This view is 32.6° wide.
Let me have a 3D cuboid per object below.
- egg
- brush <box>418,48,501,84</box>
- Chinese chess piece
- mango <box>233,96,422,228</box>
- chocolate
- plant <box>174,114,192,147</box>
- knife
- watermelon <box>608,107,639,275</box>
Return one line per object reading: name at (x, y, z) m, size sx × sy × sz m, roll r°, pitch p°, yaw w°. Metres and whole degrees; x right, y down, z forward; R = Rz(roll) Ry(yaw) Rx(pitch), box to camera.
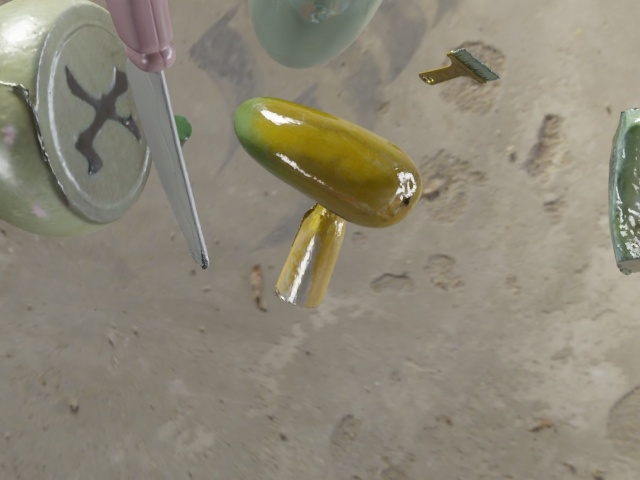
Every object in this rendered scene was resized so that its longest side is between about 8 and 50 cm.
egg at (-0.007, -0.434, 1.811) m, size 0.230 × 0.371 × 0.230 m, roll 11°, pitch 52°, yaw -14°
brush at (0.221, -0.283, 1.834) m, size 0.082 × 0.218 × 0.010 m, roll 37°, pitch 79°, yaw -16°
Chinese chess piece at (-0.244, -0.114, 1.028) m, size 0.092 × 0.238 × 0.237 m, roll -1°, pitch 86°, yaw 20°
mango at (0.009, -0.105, 1.353) m, size 0.251 × 0.156 × 0.114 m, roll 32°, pitch 103°, yaw -8°
chocolate at (0.000, 0.000, 1.659) m, size 0.086 × 0.085 × 0.219 m, roll 16°, pitch 122°, yaw -10°
plant at (-0.229, -0.150, 1.620) m, size 0.051 × 0.102 × 0.051 m, roll 10°, pitch 71°, yaw -30°
knife at (-0.130, -0.113, 0.818) m, size 0.043 × 0.081 × 0.335 m, roll -26°, pitch 135°, yaw -24°
watermelon at (0.414, -0.047, 1.085) m, size 0.257 × 0.193 × 0.139 m, roll -4°, pitch 75°, yaw 21°
